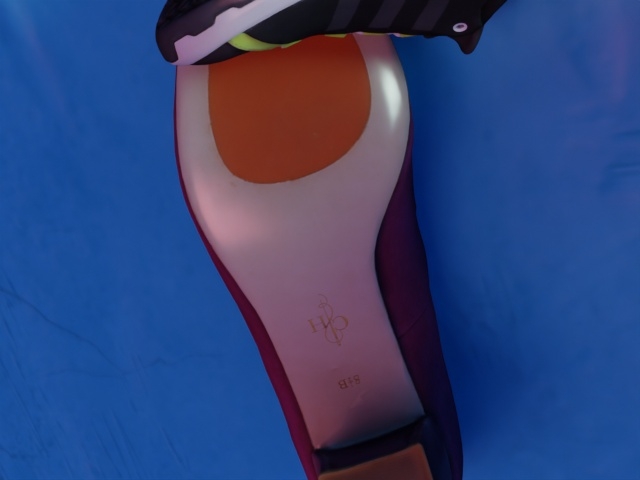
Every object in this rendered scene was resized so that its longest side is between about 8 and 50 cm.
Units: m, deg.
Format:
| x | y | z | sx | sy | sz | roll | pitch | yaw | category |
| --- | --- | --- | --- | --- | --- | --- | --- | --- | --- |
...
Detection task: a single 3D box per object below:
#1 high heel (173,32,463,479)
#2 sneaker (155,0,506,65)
| x | y | z | sx | sy | sz | roll | pitch | yaw | category |
| --- | --- | --- | --- | --- | --- | --- | --- | --- | --- |
| 0.000 | 0.000 | 0.710 | 0.127 | 0.181 | 0.377 | -9 | 96 | 2 | high heel |
| 0.036 | -0.116 | 0.566 | 0.235 | 0.084 | 0.097 | -22 | 121 | 18 | sneaker |
